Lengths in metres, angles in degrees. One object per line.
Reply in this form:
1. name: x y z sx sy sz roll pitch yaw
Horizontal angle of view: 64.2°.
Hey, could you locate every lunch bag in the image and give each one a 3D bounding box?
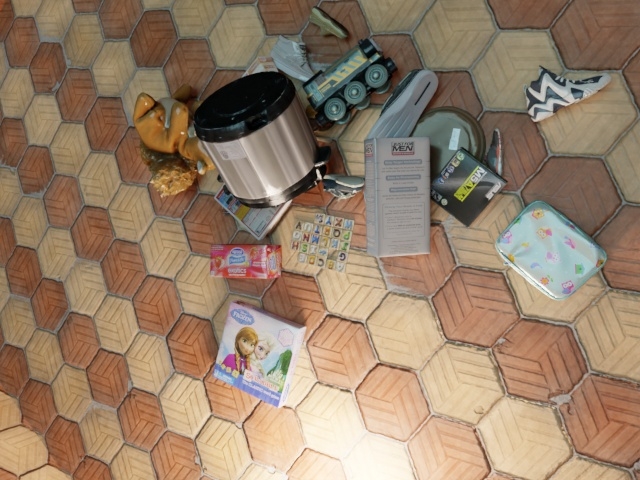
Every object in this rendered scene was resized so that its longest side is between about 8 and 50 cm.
1. lunch bag: 0.677 0.030 1.528 0.279 0.108 0.224 46 112 20

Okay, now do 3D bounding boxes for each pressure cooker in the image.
1. pressure cooker: -0.197 -0.313 1.759 0.375 0.420 0.370 -38 41 -14

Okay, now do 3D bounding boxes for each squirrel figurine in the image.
1. squirrel figurine: -0.539 -0.368 2.034 0.370 0.281 0.397 36 118 10

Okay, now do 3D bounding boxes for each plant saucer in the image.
1. plant saucer: 0.403 -0.310 1.693 0.277 0.041 0.278 -1 88 24

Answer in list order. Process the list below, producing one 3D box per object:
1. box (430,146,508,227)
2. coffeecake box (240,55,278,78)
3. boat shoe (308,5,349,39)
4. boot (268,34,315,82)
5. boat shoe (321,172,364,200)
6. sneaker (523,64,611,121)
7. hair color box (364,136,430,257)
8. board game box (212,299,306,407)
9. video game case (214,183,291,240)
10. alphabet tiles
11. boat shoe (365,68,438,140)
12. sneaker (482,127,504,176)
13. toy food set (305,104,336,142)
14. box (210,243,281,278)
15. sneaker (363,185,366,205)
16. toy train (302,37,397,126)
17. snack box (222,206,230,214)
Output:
1. box: 0.461 -0.169 1.628 0.184 0.045 0.191 42 117 10
2. coffeecake box: -0.207 -0.571 1.917 0.142 0.068 0.186 -30 83 49
3. boat shoe: 0.027 -0.776 1.861 0.190 0.068 0.072 49 120 27
4. boot: -0.082 -0.669 1.883 0.258 0.095 0.123 35 110 22
5. boat shoe: 0.073 -0.184 1.762 0.254 0.095 0.079 22 118 58
6. sneaker: 0.720 -0.474 1.520 0.235 0.094 0.153 -26 88 32
7. hair color box: 0.248 -0.142 1.648 0.185 0.113 0.375 -4 99 -12
8. board game box: -0.240 0.429 1.961 0.318 0.066 0.318 17 96 23
9. video game case: -0.265 -0.163 1.977 0.285 0.025 0.204 41 99 24
10. alphabet tiles: 0.000 0.000 1.889 0.237 0.009 0.198 13 95 23
11. boat shoe: 0.264 -0.430 1.726 0.335 0.121 0.119 -50 31 7
12. sneaker: 0.546 -0.276 1.619 0.064 0.061 0.158 0 89 31
13. toy food set: 0.003 -0.459 1.875 0.132 0.038 0.192 12 95 24
14. box: -0.287 0.078 1.954 0.256 0.122 0.128 0 89 24
15. sneaker: 0.213 -0.097 1.756 0.087 0.092 0.229 -20 100 -18
16. toy train: 0.097 -0.544 1.761 0.334 0.142 0.190 -36 84 15
17. snack box: -0.312 -0.133 2.023 0.178 0.022 0.064 0 87 24
